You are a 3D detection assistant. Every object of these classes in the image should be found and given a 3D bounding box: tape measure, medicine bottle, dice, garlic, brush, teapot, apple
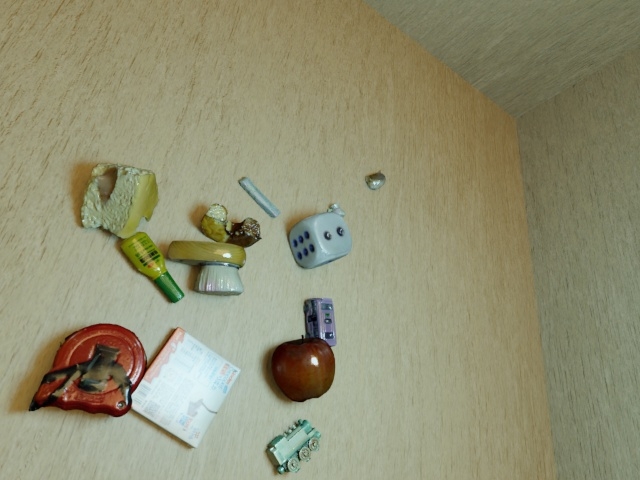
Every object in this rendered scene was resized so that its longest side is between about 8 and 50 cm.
[{"bbox_3d":[-0.619,0.356,1.180,0.253,0.114,0.261,17,58,-17],"label":"tape measure"},{"bbox_3d":[-0.541,0.093,1.399,0.095,0.064,0.261,-41,98,-40],"label":"medicine bottle"},{"bbox_3d":[0.000,0.000,1.749,0.191,0.193,0.194,-13,81,-40],"label":"dice"},{"bbox_3d":[0.295,-0.311,2.172,0.152,0.066,0.084,-28,88,-38],"label":"garlic"},{"bbox_3d":[-0.388,0.095,1.453,0.266,0.174,0.166,11,75,-24],"label":"brush"},{"bbox_3d":[0.066,-0.128,1.942,0.083,0.064,0.064,-19,73,-8],"label":"teapot"},{"bbox_3d":[-0.054,0.448,1.512,0.234,0.234,0.234,14,64,-31],"label":"apple"}]

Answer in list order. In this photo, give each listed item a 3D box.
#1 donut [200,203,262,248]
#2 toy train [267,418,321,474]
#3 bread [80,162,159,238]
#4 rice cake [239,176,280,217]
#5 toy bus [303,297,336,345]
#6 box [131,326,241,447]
[{"bbox_3d":[-0.334,-0.050,1.566,0.217,0.141,0.085,27,47,-25],"label":"donut"},{"bbox_3d":[-0.086,0.706,1.472,0.194,0.080,0.125,-30,86,-39],"label":"toy train"},{"bbox_3d":[-0.631,-0.144,1.391,0.183,0.224,0.211,19,14,2],"label":"bread"},{"bbox_3d":[-0.248,-0.175,1.741,0.211,0.034,0.043,46,48,-11],"label":"rice cake"},{"bbox_3d":[0.001,0.321,1.671,0.096,0.108,0.199,9,67,-33],"label":"toy bus"},{"bbox_3d":[-0.424,0.458,1.344,0.265,0.048,0.273,41,52,-14],"label":"box"}]
